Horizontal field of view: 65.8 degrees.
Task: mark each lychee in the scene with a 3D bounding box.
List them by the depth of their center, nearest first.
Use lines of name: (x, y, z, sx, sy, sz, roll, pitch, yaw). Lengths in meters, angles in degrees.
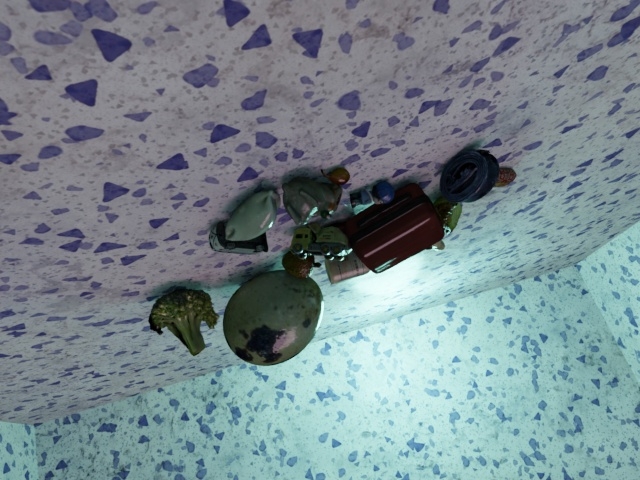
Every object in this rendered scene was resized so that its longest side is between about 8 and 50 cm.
lychee: (-0.068, 0.081, 1.797, 0.146, 0.114, 0.114, 10, 159, 6)

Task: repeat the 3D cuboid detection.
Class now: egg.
egg: (-0.175, 0.292, 1.906, 0.428, 0.345, 0.345, -34, 155, 15)

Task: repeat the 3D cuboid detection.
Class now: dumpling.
dumpling: (-0.178, -0.079, 1.377, 0.105, 0.149, 0.216, 36, 126, -16)

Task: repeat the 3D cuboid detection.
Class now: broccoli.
broccoli: (-0.493, 0.302, 1.812, 0.247, 0.243, 0.263, -26, 165, 1)

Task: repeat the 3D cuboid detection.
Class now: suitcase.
suitcase: (0.245, -0.034, 1.632, 0.297, 0.161, 0.236, -30, 150, 10)

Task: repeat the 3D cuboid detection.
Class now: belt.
belt: (0.452, -0.196, 1.512, 0.082, 0.141, 0.190, -4, 153, -37)

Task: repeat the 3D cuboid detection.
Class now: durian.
durian: (0.445, -0.094, 1.784, 0.132, 0.106, 0.375, -51, 163, -6)

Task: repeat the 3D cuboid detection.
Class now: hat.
hat: (0.059, 0.009, 1.761, 0.205, 0.089, 0.205, -15, 158, -6)

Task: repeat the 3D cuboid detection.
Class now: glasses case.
glasses case: (0.601, -0.213, 1.713, 0.194, 0.049, 0.073, -7, 155, -26)

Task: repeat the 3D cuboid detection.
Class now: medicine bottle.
medicine bottle: (0.148, 0.093, 1.997, 0.252, 0.114, 0.114, -15, 158, -8)

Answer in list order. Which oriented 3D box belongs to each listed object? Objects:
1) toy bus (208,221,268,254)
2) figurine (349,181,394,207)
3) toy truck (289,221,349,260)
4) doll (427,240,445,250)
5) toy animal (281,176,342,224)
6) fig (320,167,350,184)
toy bus: (-0.252, -0.002, 1.497, 0.089, 0.087, 0.194, -23, 161, 37)
figurine: (0.158, -0.143, 1.520, 0.136, 0.077, 0.079, -6, 142, -7)
toy truck: (0.000, 0.000, 1.633, 0.191, 0.116, 0.085, 3, 163, 12)
doll: (0.363, 0.001, 1.871, 0.175, 0.149, 0.278, -22, 155, 39)
toy animal: (0.001, -0.123, 1.395, 0.125, 0.127, 0.251, -7, -174, 30)
fig: (0.040, -0.179, 1.360, 0.083, 0.050, 0.050, 7, 149, -23)
